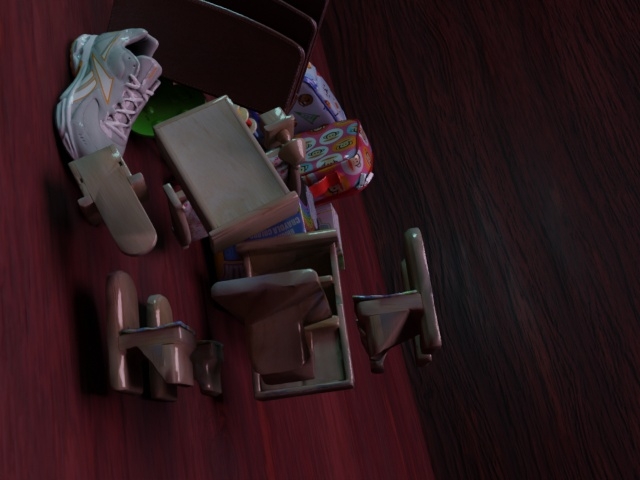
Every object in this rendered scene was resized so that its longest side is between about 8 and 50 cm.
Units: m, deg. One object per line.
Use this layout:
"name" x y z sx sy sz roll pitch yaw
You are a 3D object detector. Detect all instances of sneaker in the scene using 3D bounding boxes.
"sneaker" -0.275 -0.197 0.897 0.099 0.121 0.262 56 23 -57

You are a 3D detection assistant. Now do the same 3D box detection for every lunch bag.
"lunch bag" -0.022 -0.164 1.579 0.258 0.293 0.120 -82 150 -55
"lunch bag" -0.072 -0.306 1.698 0.303 0.243 0.115 50 24 -46

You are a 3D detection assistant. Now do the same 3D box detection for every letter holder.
"letter holder" -0.158 -0.355 1.062 0.152 0.302 0.214 -77 -173 -67

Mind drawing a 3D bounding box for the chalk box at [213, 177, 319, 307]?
"chalk box" -0.088 0.042 1.239 0.180 0.179 0.289 50 28 -72

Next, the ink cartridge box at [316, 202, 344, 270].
"ink cartridge box" 0.000 0.000 1.878 0.062 0.109 0.209 59 18 -46

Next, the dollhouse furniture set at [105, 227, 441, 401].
"dollhouse furniture set" -0.050 0.072 0.918 0.394 0.362 0.256 73 8 -72

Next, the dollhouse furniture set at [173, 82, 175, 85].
"dollhouse furniture set" -0.262 -0.368 1.246 0.161 0.101 0.182 -54 125 -75

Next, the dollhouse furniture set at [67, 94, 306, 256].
"dollhouse furniture set" -0.145 -0.010 0.939 0.174 0.303 0.355 57 -18 20

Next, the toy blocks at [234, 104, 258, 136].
"toy blocks" -0.180 -0.252 1.562 0.148 0.054 0.123 49 25 -62

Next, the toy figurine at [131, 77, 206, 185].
"toy figurine" -0.243 -0.169 1.112 0.173 0.130 0.159 51 -18 38
